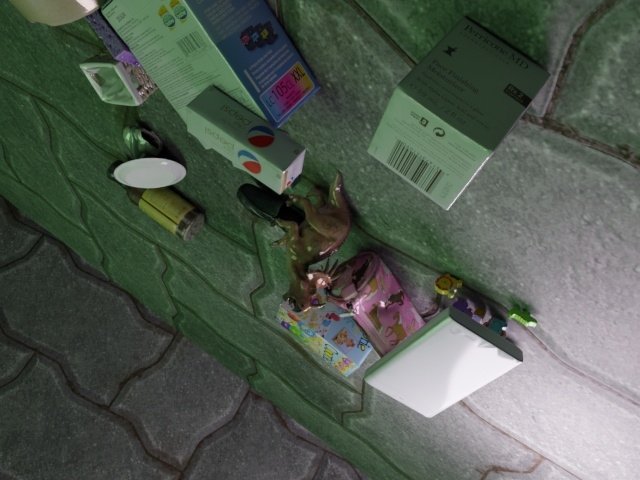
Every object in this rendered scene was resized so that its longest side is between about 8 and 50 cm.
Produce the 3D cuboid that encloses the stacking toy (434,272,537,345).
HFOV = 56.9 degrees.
[{"bbox_3d":[0.347,0.176,1.295,0.221,0.052,0.167,27,150,23],"label":"stacking toy"}]

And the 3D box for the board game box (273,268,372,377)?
[{"bbox_3d":[0.023,0.239,1.692,0.275,0.144,0.142,38,153,6],"label":"board game box"}]

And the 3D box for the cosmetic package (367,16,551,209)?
[{"bbox_3d":[0.190,-0.177,0.832,0.151,0.184,0.151,37,153,7],"label":"cosmetic package"}]

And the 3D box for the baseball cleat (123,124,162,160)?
[{"bbox_3d":[-0.496,-0.245,1.714,0.109,0.072,0.206,13,150,24],"label":"baseball cleat"}]

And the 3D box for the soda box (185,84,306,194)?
[{"bbox_3d":[-0.133,-0.178,1.044,0.216,0.069,0.074,34,152,10],"label":"soda box"}]

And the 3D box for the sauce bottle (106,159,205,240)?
[{"bbox_3d":[-0.525,-0.135,1.870,0.344,0.111,0.111,37,152,10],"label":"sauce bottle"}]

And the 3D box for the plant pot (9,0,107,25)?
[{"bbox_3d":[-0.513,-0.570,1.035,0.333,0.334,0.305,25,159,26],"label":"plant pot"}]

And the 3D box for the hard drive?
[{"bbox_3d":[0.267,0.283,1.328,0.203,0.040,0.307,32,131,-12],"label":"hard drive"}]

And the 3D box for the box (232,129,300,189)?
[{"bbox_3d":[-0.142,-0.207,1.361,0.186,0.038,0.145,25,149,29],"label":"box"}]

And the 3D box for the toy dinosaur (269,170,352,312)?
[{"bbox_3d":[0.000,0.000,1.309,0.200,0.296,0.127,38,-173,14],"label":"toy dinosaur"}]

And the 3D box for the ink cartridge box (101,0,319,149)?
[{"bbox_3d":[-0.223,-0.380,1.087,0.270,0.151,0.395,-1,134,51],"label":"ink cartridge box"}]

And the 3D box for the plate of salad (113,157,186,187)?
[{"bbox_3d":[-0.488,-0.200,1.695,0.200,0.199,0.048,137,128,-62],"label":"plate of salad"}]

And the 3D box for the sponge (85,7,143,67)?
[{"bbox_3d":[-0.392,-0.410,1.227,0.117,0.031,0.210,53,-167,3],"label":"sponge"}]

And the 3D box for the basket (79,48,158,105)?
[{"bbox_3d":[-0.474,-0.401,1.421,0.167,0.103,0.113,15,143,39],"label":"basket"}]

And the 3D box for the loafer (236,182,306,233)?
[{"bbox_3d":[-0.107,-0.078,1.473,0.223,0.076,0.078,34,147,2],"label":"loafer"}]

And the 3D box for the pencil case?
[{"bbox_3d":[0.167,0.207,1.436,0.386,0.167,0.160,53,168,-27],"label":"pencil case"}]
